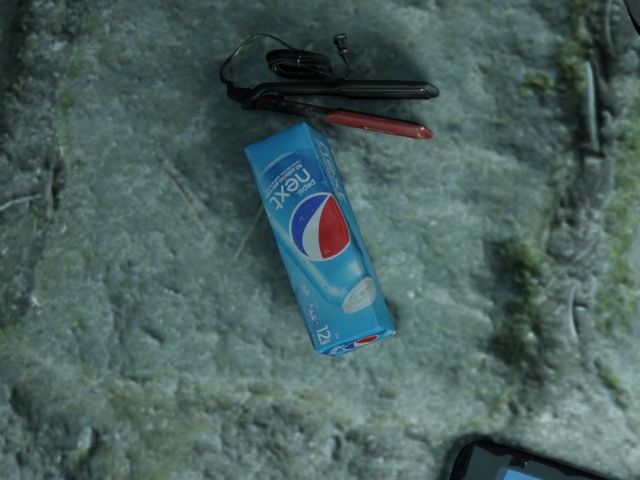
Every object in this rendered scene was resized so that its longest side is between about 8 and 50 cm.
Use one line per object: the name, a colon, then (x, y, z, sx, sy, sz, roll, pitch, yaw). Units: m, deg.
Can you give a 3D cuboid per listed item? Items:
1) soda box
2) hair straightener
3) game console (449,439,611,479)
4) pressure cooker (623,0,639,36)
soda box: (0.000, 0.000, 1.297, 0.067, 0.071, 0.210, -23, 76, 13)
hair straightener: (0.007, -0.157, 1.340, 0.230, 0.047, 0.089, 10, 84, 22)
game console: (0.205, 0.327, 1.140, 0.293, 0.250, 0.173, 15, 113, 19)
pressure cooker: (0.393, -0.299, 1.053, 0.376, 0.420, 0.370, -30, 42, 1)
